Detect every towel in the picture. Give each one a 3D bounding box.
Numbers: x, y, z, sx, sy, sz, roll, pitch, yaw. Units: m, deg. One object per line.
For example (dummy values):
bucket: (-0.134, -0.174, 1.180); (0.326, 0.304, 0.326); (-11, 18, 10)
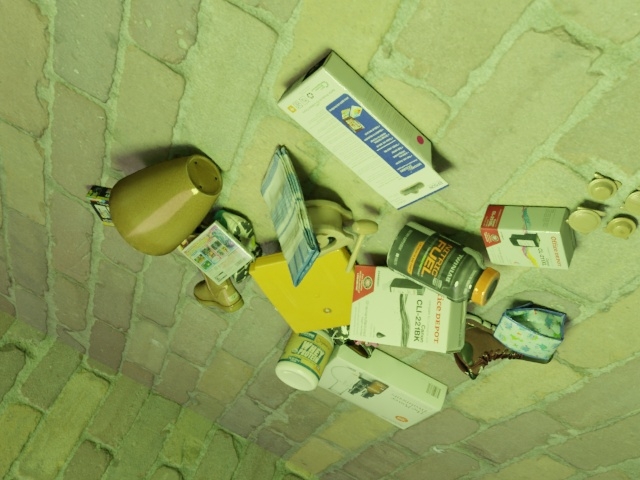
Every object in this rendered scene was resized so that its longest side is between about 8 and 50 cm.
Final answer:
towel: (-0.079, -0.054, 1.826); (0.034, 0.285, 0.209); (-10, 157, -22)

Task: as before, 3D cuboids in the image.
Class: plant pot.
plant pot: (-0.379, -0.117, 1.985); (0.254, 0.237, 0.237); (-29, 120, 35)

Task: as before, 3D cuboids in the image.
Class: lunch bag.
lunch bag: (0.521, 0.225, 1.915); (0.151, 0.096, 0.129); (12, 147, 5)

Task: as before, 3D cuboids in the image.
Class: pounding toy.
pounding toy: (0.000, 0.000, 1.865); (0.154, 0.155, 0.269); (12, 155, -36)

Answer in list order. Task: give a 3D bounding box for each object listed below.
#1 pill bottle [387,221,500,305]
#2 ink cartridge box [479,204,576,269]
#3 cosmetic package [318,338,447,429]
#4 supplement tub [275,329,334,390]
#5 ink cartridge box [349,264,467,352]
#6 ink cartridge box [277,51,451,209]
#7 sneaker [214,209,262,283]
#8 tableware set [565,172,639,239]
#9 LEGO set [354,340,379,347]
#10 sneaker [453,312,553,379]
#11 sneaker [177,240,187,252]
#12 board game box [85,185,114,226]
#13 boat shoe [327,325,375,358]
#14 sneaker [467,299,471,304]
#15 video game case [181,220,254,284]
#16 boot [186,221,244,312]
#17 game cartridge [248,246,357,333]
pill bottle: (0.288, 0.060, 1.768); (0.245, 0.130, 0.130); (27, 151, 25)
ink cartridge box: (0.451, -0.007, 1.654); (0.175, 0.072, 0.127); (4, 141, 32)
cosmetic package: (0.184, 0.471, 2.505); (0.377, 0.097, 0.284); (28, 150, -5)
supplement tub: (-0.043, 0.356, 2.406); (0.144, 0.200, 0.144); (18, 147, 12)
ink cartridge box: (0.223, 0.169, 1.934); (0.272, 0.197, 0.114); (4, 178, 30)
ink cartridge box: (0.098, -0.220, 1.611); (0.371, 0.069, 0.175); (41, 145, -18)
sneaker: (-0.241, 0.014, 2.185); (0.110, 0.107, 0.275); (33, 148, 27)
tableware set: (0.583, -0.060, 1.520); (0.141, 0.020, 0.169); (20, 138, 2)
LEGO set: (0.187, 0.193, 2.093); (0.093, 0.087, 0.227); (31, 108, -33)
sneaker: (0.461, 0.311, 2.017); (0.281, 0.163, 0.106); (18, 147, 14)
sneaker: (-0.407, -0.031, 2.250); (0.083, 0.070, 0.185); (-2, 145, 24)
board game box: (-0.606, -0.093, 2.313); (0.170, 0.048, 0.141); (12, 147, 22)
boat shoe: (0.065, 0.281, 2.340); (0.233, 0.079, 0.084); (29, 150, -2)
sneaker: (0.373, 0.145, 1.966); (0.035, 0.031, 0.083); (26, 148, 2)
video game case: (-0.282, 0.036, 2.083); (0.143, 0.019, 0.157); (44, 124, -14)
boot: (-0.338, 0.066, 2.231); (0.236, 0.089, 0.270); (10, 131, 46)
game cartridge: (-0.010, 0.135, 2.133); (0.285, 0.053, 0.324); (-12, 134, 21)
